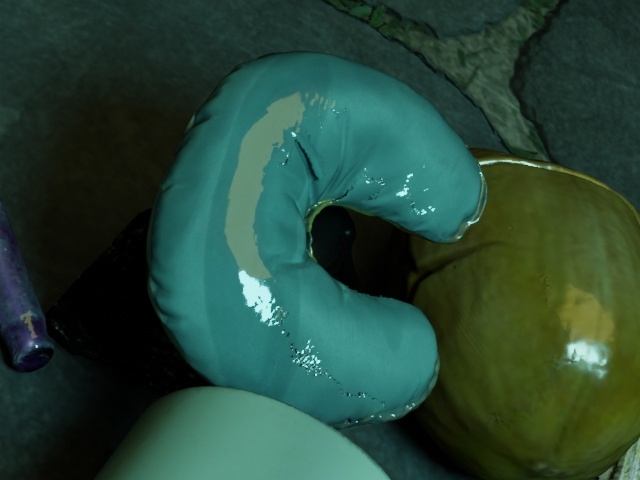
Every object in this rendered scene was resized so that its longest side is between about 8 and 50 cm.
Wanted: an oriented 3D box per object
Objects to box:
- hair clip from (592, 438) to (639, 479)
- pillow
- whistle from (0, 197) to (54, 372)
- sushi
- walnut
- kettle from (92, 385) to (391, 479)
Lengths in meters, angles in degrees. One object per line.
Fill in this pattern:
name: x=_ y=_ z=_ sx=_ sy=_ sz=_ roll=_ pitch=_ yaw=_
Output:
hair clip: x=0.217 y=0.195 z=1.446 sx=0.062 sy=0.056 sz=0.214 roll=22 pitch=38 yaw=2
pillow: x=0.000 y=0.000 z=1.199 sx=0.214 sy=0.086 sz=0.233 roll=24 pitch=67 yaw=-23
whistle: x=-0.214 y=0.005 z=1.298 sx=0.033 sy=0.033 sz=0.176 roll=-6 pitch=62 yaw=-37
sushi: x=-0.051 y=0.032 z=1.306 sx=0.172 sy=0.150 sz=0.153 roll=41 pitch=45 yaw=-2
walnut: x=0.137 y=0.042 z=1.405 sx=0.203 sy=0.203 sz=0.298 roll=14 pitch=36 yaw=-26
kettle: x=-0.093 y=0.276 z=1.098 sx=0.205 sy=0.265 sz=0.318 roll=17 pitch=41 yaw=19
